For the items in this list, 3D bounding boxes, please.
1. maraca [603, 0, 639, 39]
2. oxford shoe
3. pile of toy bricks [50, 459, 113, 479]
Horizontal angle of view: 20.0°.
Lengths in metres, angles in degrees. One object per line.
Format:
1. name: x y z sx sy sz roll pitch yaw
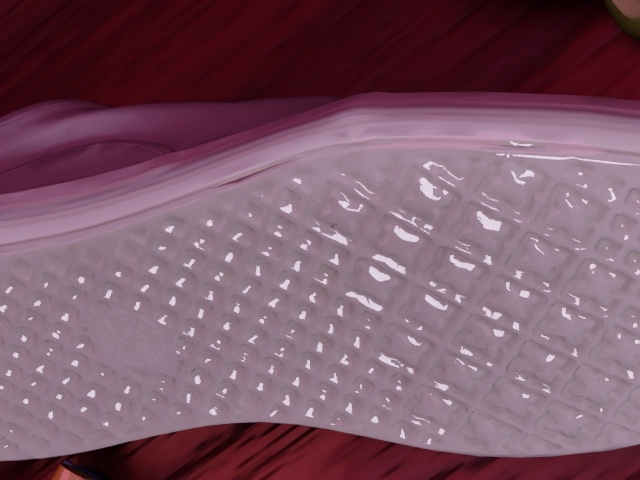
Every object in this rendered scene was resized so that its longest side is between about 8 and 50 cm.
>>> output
1. maraca: 0.101 -0.162 0.760 0.186 0.099 0.127 30 91 7
2. oxford shoe: 0.000 0.000 0.734 0.449 0.169 0.130 -6 34 25
3. pile of toy bricks: -0.163 0.136 0.791 0.212 0.105 0.118 26 87 33
